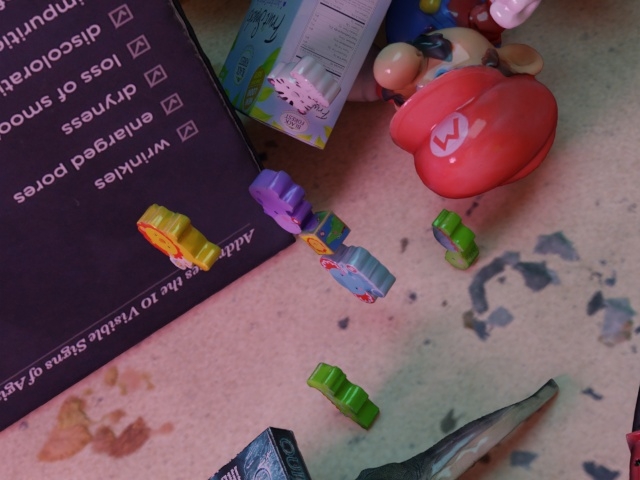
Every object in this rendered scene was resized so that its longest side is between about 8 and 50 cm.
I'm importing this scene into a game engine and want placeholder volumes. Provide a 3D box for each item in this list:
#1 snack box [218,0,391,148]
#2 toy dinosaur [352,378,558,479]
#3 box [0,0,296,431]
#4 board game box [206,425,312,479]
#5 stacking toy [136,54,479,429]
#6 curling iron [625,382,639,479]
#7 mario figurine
[{"bbox_3d":[-0.003,-0.186,1.141,0.207,0.070,0.174,-67,17,4],"label":"snack box"},{"bbox_3d":[0.060,0.183,0.947,0.268,0.064,0.118,-28,42,-5],"label":"toy dinosaur"},{"bbox_3d":[-0.338,-0.091,1.037,0.480,0.472,0.297,-33,48,-5],"label":"box"},{"bbox_3d":[-0.035,0.229,0.918,0.126,0.026,0.186,-43,52,25],"label":"board game box"},{"bbox_3d":[0.000,0.000,1.030,0.167,0.221,0.052,-53,22,-21],"label":"stacking toy"},{"bbox_3d":[0.199,0.140,0.939,0.068,0.035,0.274,7,57,25],"label":"curling iron"},{"bbox_3d":[0.079,-0.169,1.128,0.170,0.198,0.320,-8,46,-1],"label":"mario figurine"}]
